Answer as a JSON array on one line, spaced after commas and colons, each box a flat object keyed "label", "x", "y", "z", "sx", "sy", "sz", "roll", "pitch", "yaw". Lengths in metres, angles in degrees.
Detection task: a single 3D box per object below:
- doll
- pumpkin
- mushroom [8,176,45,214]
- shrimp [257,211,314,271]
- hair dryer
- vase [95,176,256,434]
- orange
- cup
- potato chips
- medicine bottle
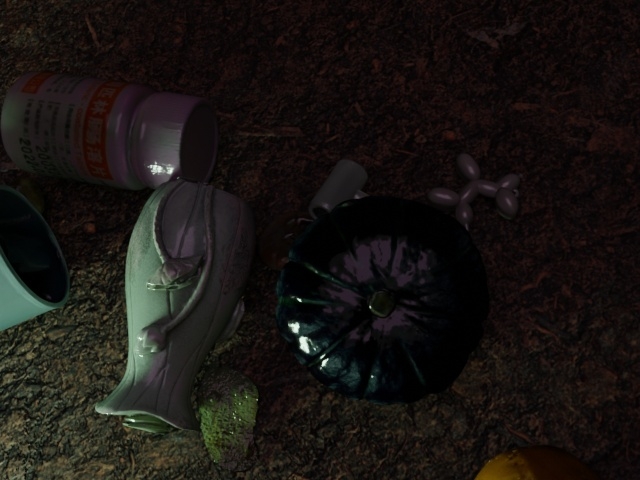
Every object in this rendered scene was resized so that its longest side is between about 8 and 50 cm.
[{"label": "doll", "x": 0.310, "y": -0.092, "z": 1.337, "sx": 0.160, "sy": 0.059, "sz": 0.161, "roll": 38, "pitch": 79, "yaw": 19}, {"label": "pumpkin", "x": 0.108, "y": 0.101, "z": 1.178, "sx": 0.364, "sy": 0.266, "sz": 0.363, "roll": 0, "pitch": 86, "yaw": 1}, {"label": "mushroom", "x": -0.737, "y": -0.060, "z": 1.473, "sx": 0.312, "sy": 0.081, "sz": 0.099, "roll": -12, "pitch": 66, "yaw": 8}, {"label": "shrimp", "x": 0.000, "y": -0.001, "z": 1.356, "sx": 0.251, "sy": 0.052, "sz": 0.143, "roll": 2, "pitch": 58, "yaw": 1}, {"label": "hair dryer", "x": 0.105, "y": -0.050, "z": 1.348, "sx": 0.236, "sy": 0.073, "sz": 0.131, "roll": 31, "pitch": 61, "yaw": 4}, {"label": "vase", "x": -0.260, "y": 0.121, "z": 1.254, "sx": 0.250, "sy": 0.250, "sz": 0.445, "roll": 9, "pitch": 74, "yaw": 12}, {"label": "orange", "x": 0.337, "y": 0.436, "z": 1.050, "sx": 0.240, "sy": 0.240, "sz": 0.239, "roll": -3, "pitch": 70, "yaw": 8}, {"label": "cup", "x": -0.703, "y": 0.053, "z": 1.298, "sx": 0.311, "sy": 0.331, "sz": 0.256, "roll": -25, "pitch": 49, "yaw": 2}, {"label": "potato chips", "x": -0.166, "y": 0.320, "z": 1.280, "sx": 0.142, "sy": 0.026, "sz": 0.209, "roll": -36, "pitch": 67, "yaw": -2}, {"label": "medicine bottle", "x": -0.422, "y": -0.216, "z": 1.405, "sx": 0.389, "sy": 0.219, "sz": 0.219, "roll": 11, "pitch": 72, "yaw": 12}]
